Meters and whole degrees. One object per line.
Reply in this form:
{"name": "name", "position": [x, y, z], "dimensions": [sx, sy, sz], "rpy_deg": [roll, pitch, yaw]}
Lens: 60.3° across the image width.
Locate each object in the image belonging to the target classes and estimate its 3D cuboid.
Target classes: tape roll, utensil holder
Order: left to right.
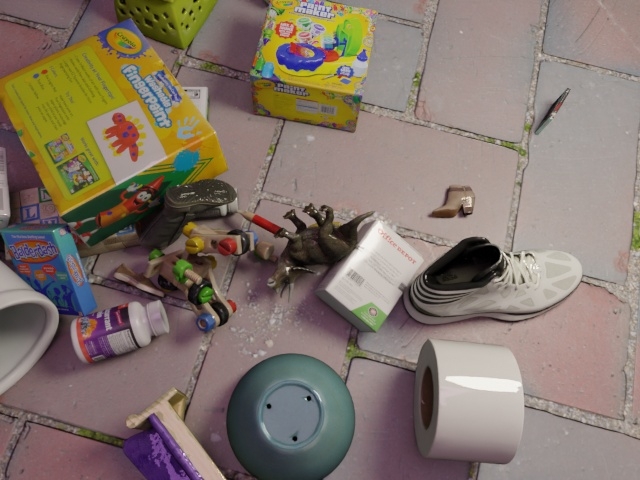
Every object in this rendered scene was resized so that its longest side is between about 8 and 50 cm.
{"name": "utensil holder", "position": [-0.815, 0.131, 1.146], "dimensions": [0.386, 0.327, 0.327], "rpy_deg": [38, 72, 12]}
{"name": "tape roll", "position": [0.304, 0.339, 1.166], "dimensions": [0.169, 0.246, 0.246], "rpy_deg": [6, 70, -1]}

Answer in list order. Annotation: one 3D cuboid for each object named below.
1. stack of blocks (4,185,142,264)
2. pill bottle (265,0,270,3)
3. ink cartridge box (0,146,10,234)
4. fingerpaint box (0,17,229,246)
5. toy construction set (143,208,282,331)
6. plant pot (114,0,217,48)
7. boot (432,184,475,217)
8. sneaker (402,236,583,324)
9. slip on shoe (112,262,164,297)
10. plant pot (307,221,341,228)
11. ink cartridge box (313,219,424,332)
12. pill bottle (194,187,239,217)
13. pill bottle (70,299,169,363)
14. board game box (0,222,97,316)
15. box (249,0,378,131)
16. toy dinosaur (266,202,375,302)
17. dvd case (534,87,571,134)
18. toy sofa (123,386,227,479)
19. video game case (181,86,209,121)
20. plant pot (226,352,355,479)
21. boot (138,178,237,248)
{"name": "stack of blocks", "position": [-0.602, -0.049, 1.346], "dimensions": [0.298, 0.087, 0.171], "rpy_deg": [-12, 71, -7]}
{"name": "pill bottle", "position": [-0.028, -0.835, 1.612], "dimensions": [0.334, 0.188, 0.187], "rpy_deg": [-26, 73, -12]}
{"name": "ink cartridge box", "position": [-0.780, -0.087, 1.305], "dimensions": [0.056, 0.225, 0.180], "rpy_deg": [-2, 66, -35]}
{"name": "fingerpaint box", "position": [-0.494, -0.266, 1.306], "dimensions": [0.371, 0.163, 0.444], "rpy_deg": [-33, 66, -13]}
{"name": "toy construction set", "position": [-0.265, 0.026, 1.286], "dimensions": [0.237, 0.257, 0.309], "rpy_deg": [29, 50, 20]}
{"name": "plant pot", "position": [-0.441, -0.714, 1.537], "dimensions": [0.227, 0.207, 0.228], "rpy_deg": [23, 71, 5]}
{"name": "boot", "position": [0.347, -0.106, 1.444], "dimensions": [0.119, 0.042, 0.086], "rpy_deg": [0, 64, -4]}
{"name": "sneaker", "position": [0.430, 0.087, 1.258], "dimensions": [0.448, 0.257, 0.169], "rpy_deg": [-10, 71, -7]}
{"name": "slip on shoe", "position": [-0.431, 0.097, 1.323], "dimensions": [0.136, 0.051, 0.041], "rpy_deg": [21, 73, 13]}
{"name": "plant pot", "position": [0.007, -0.001, 1.366], "dimensions": [0.083, 0.081, 0.081], "rpy_deg": [9, 70, 11]}
{"name": "ink cartridge box", "position": [0.117, 0.084, 1.309], "dimensions": [0.160, 0.093, 0.219], "rpy_deg": [41, 71, -10]}
{"name": "pill bottle", "position": [-0.276, -0.097, 1.386], "dimensions": [0.137, 0.078, 0.078], "rpy_deg": [-3, 70, -4]}
{"name": "pill bottle", "position": [-0.451, 0.201, 1.250], "dimensions": [0.194, 0.108, 0.108], "rpy_deg": [-16, 71, -9]}
{"name": "board game box", "position": [-0.603, 0.065, 1.226], "dimensions": [0.160, 0.210, 0.047], "rpy_deg": [0, 25, 23]}
{"name": "box", "position": [-0.016, -0.479, 1.488], "dimensions": [0.290, 0.177, 0.279], "rpy_deg": [10, 69, 1]}
{"name": "toy dinosaur", "position": [0.000, 0.000, 1.265], "dimensions": [0.314, 0.160, 0.121], "rpy_deg": [-27, 27, 18]}
{"name": "dvd case", "position": [0.642, -0.356, 1.523], "dimensions": [0.013, 0.087, 0.119], "rpy_deg": [33, 72, 5]}
{"name": "toy sofa", "position": [-0.258, 0.497, 1.130], "dimensions": [0.177, 0.150, 0.362], "rpy_deg": [-38, 76, -16]}
{"name": "video game case", "position": [-0.435, -0.291, 1.457], "dimensions": [0.270, 0.061, 0.244], "rpy_deg": [0, 68, -3]}
{"name": "plant pot", "position": [-0.062, 0.371, 1.162], "dimensions": [0.291, 0.195, 0.290], "rpy_deg": [1, 69, -3]}
{"name": "boot", "position": [-0.316, -0.056, 1.308], "dimensions": [0.190, 0.208, 0.076], "rpy_deg": [-6, 58, -34]}
